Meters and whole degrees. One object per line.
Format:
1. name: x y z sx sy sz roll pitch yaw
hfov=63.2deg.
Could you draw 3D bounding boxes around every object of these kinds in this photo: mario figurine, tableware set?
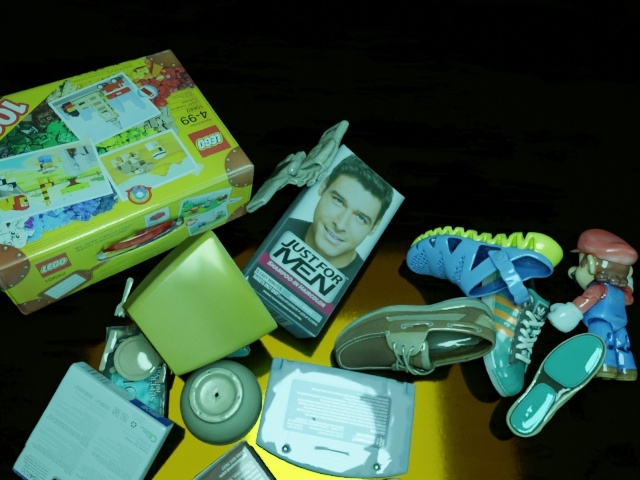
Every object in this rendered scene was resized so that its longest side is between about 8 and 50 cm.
1. mario figurine: 0.586 0.133 1.120 0.170 0.198 0.321 -1 73 27
2. tableware set: -0.349 0.181 1.038 0.128 0.039 0.194 15 70 -10

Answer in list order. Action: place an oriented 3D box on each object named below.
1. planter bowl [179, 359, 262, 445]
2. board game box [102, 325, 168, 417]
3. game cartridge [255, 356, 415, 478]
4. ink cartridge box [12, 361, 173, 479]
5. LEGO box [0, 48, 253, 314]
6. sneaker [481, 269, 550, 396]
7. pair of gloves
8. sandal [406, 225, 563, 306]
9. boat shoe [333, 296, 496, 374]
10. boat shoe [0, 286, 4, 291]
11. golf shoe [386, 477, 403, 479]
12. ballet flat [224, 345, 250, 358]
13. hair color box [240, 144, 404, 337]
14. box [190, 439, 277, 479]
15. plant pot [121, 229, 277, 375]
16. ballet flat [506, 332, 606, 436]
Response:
1. planter bowl: -0.193 0.299 0.986 0.162 0.109 0.162 1 66 -3
2. board game box: -0.368 0.262 1.035 0.126 0.026 0.186 -2 66 -5
3. game cartridge: 0.031 0.351 1.011 0.294 0.060 0.196 11 62 1
4. ink cartridge box: -0.416 0.377 0.953 0.223 0.045 0.224 31 89 9
5. LEGO box: -0.453 -0.142 1.081 0.500 0.193 0.372 -28 70 -25
6. sneaker: 0.405 0.164 1.068 0.108 0.121 0.302 30 56 -40
7. pair of gloves: -0.047 -0.154 1.145 0.042 0.240 0.204 49 40 -20
8. sandal: 0.315 0.055 1.065 0.317 0.126 0.138 1 54 39
9. boat shoe: 0.181 0.197 1.010 0.324 0.123 0.116 -17 26 9
10. boat shoe: -0.646 0.015 1.103 0.066 0.066 0.183 2 66 -4
11. golf shoe: 0.154 0.516 0.922 0.069 0.086 0.176 -10 70 -5
12. ballet flat: -0.202 0.222 1.064 0.114 0.041 0.041 -5 66 -7
13. hair color box: 0.000 0.000 1.105 0.185 0.113 0.374 39 67 -10
14. box: -0.060 0.526 0.848 0.143 0.191 0.381 -34 73 -18
15. plant pot: -0.240 0.126 0.960 0.187 0.212 0.212 -38 102 -23
16. ballet flat: 0.461 0.284 1.023 0.086 0.086 0.248 44 94 15
